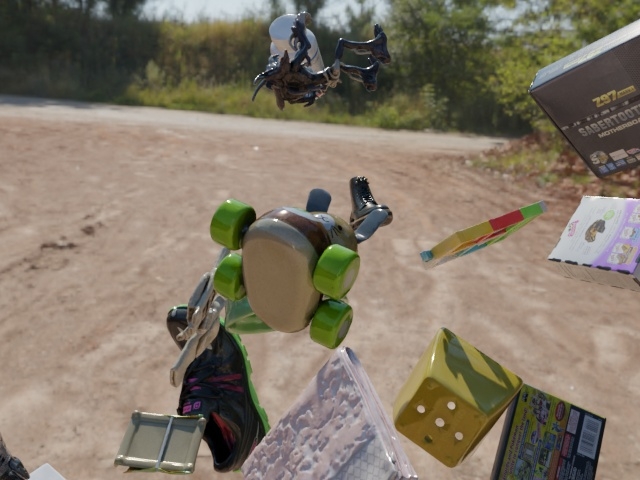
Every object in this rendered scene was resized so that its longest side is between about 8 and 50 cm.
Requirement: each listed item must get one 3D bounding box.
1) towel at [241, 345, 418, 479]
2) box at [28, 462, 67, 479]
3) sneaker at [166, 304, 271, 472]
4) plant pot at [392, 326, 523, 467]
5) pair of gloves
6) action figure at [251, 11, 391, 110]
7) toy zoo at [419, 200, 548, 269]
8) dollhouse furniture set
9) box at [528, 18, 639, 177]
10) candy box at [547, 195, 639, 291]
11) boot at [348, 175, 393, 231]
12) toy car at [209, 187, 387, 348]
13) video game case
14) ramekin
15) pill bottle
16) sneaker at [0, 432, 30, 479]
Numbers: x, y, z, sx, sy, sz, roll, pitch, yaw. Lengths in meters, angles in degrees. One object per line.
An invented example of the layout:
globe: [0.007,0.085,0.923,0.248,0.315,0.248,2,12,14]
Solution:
towel: [-0.007,0.393,1.201,0.053,0.332,0.317,30,17,-30]
box: [-0.697,0.748,1.675,0.168,0.345,0.215,30,34,19]
sneaker: [-0.290,0.392,1.870,0.185,0.483,0.202,-31,-7,35]
plant pot: [0.268,0.344,1.465,0.212,0.212,0.187,34,20,14]
pair of gloves: [-0.224,0.153,1.355,0.042,0.240,0.204,22,41,4]
action figure: [-0.013,-0.343,1.365,0.275,0.164,0.141,-12,57,-16]
toy zoo: [0.355,-0.004,1.609,0.293,0.030,0.192,-19,-14,-22]
dollhouse furniture set: [-0.394,0.573,1.665,0.197,0.151,0.302,5,42,5]
box: [0.429,-0.195,0.940,0.232,0.183,0.059,-21,30,50]
candy box: [0.569,0.002,1.358,0.070,0.165,0.196,40,-14,-28]
boot: [0.102,-0.094,1.589,0.076,0.137,0.198,0,-9,-20]
toy car: [-0.005,-0.001,0.781,0.155,0.149,0.188,24,45,20]
video game case: [0.557,0.517,1.710,0.248,0.275,0.035,24,-23,-4]
ramekin: [-0.094,0.115,1.691,0.303,0.148,0.303,-13,-17,-4]
pill bottle: [-0.061,-0.476,1.831,0.124,0.124,0.221,7,-28,19]
sneaker: [-0.633,0.422,1.351,0.101,0.153,0.268,-39,-2,-32]
